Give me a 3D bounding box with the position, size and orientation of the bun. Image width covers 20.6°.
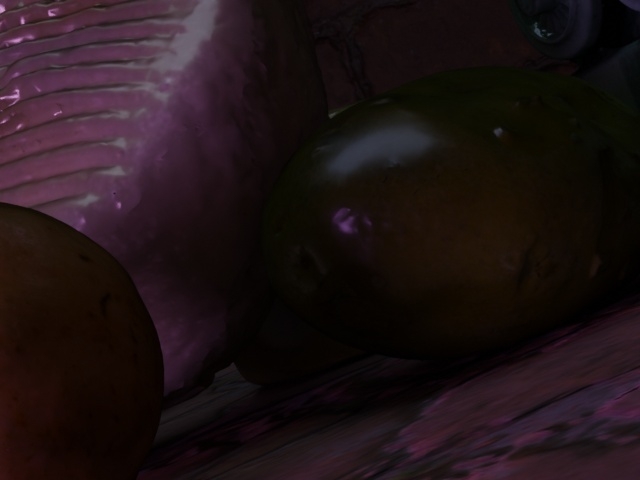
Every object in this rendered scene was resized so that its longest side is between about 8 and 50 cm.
[{"bbox_3d":[-0.136,-0.045,1.086,0.349,0.352,0.227,-12,-30,29],"label":"bun"}]

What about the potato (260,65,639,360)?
[{"bbox_3d":[0.084,-0.013,0.943,0.253,0.148,0.186,-15,23,-34],"label":"potato"}]

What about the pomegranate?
[{"bbox_3d":[-0.167,0.067,0.768,0.196,0.196,0.196,-22,1,0],"label":"pomegranate"}]

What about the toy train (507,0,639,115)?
[{"bbox_3d":[0.246,-0.135,1.123,0.167,0.238,0.299,-22,-2,-21],"label":"toy train"}]

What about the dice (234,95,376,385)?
[{"bbox_3d":[0.000,0.000,1.265,0.169,0.166,0.169,-21,0,6],"label":"dice"}]
